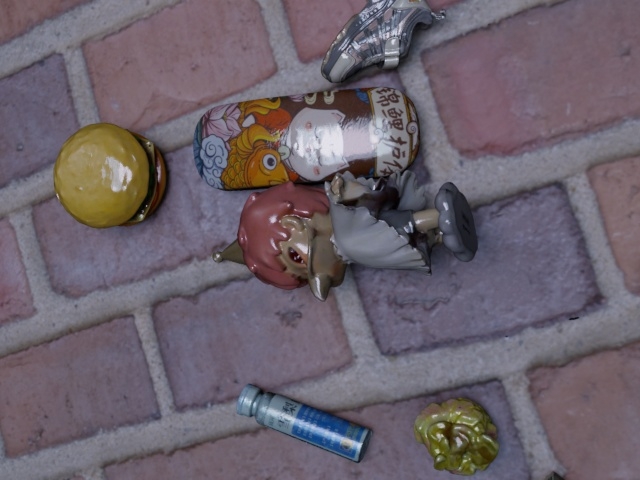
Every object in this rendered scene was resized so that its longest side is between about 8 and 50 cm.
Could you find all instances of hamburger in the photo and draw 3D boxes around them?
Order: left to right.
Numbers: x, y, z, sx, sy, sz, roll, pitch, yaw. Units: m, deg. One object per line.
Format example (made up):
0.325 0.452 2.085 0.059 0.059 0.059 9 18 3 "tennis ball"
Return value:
-0.307 -0.094 0.998 0.162 0.115 0.161 1 94 16 "hamburger"

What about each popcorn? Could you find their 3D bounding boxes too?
0.178 0.254 0.886 0.109 0.089 0.096 29 87 17 "popcorn"

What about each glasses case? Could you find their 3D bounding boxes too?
-0.024 -0.138 0.935 0.321 0.082 0.122 -4 88 16 "glasses case"

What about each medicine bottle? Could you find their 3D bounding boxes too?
-0.025 0.257 0.957 0.191 0.051 0.051 18 96 14 "medicine bottle"

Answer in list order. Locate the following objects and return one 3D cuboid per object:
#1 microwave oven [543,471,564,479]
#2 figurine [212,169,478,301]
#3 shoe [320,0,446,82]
0.251 0.432 0.812 0.145 0.194 0.240 42 103 13 "microwave oven"
0.000 0.000 0.880 0.387 0.207 0.166 -8 69 25 "figurine"
0.083 -0.271 0.908 0.092 0.089 0.180 42 104 -1 "shoe"
